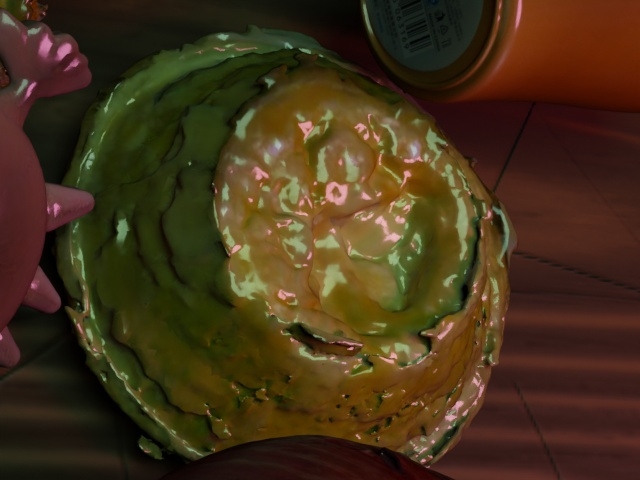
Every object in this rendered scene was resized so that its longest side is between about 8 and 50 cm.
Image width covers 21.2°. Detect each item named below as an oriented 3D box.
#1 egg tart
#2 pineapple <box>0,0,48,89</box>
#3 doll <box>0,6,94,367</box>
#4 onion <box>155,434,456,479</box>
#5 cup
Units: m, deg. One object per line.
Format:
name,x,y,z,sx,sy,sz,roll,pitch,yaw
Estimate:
egg tart,0.000,0.000,1.008,0.315,0.120,0.314,10,67,-26
pineapple,-0.241,-0.138,0.939,0.221,0.047,0.221,0,91,-9
doll,-0.213,-0.008,0.876,0.211,0.093,0.262,40,78,-39
onion,0.003,0.268,0.818,0.354,0.354,0.353,10,67,-25
cup,0.143,-0.174,1.110,0.264,0.182,0.226,-10,35,-43
